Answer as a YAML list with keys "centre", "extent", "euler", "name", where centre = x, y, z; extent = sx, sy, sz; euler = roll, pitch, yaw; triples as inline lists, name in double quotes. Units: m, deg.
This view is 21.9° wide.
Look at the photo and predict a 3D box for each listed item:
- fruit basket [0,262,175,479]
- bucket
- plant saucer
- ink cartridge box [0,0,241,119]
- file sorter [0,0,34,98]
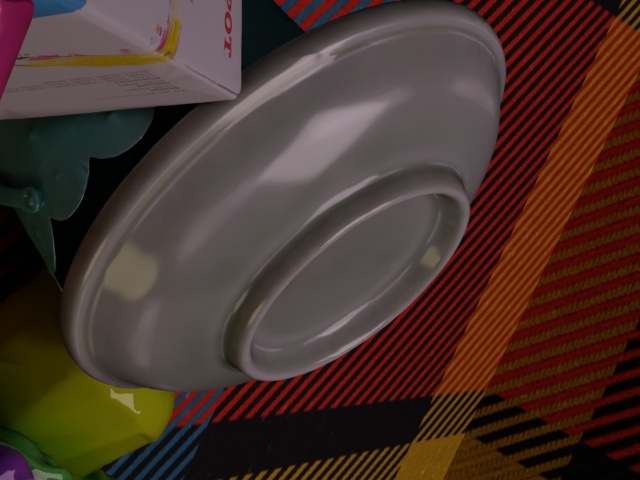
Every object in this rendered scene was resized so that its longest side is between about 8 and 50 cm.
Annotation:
- centre: [-0.219, 0.185, 1.385]
  extent: [0.392, 0.283, 0.392]
  euler: [-34, 155, -18]
  name: "fruit basket"
- centre: [-0.126, -0.093, 1.239]
  extent: [0.281, 0.183, 0.281]
  euler: [-30, 155, -16]
  name: "bucket"
- centre: [0.000, 0.000, 1.235]
  extent: [0.400, 0.100, 0.400]
  euler: [-32, 155, -17]
  name: "plant saucer"
- centre: [-0.186, -0.199, 0.986]
  extent: [0.270, 0.197, 0.198]
  euler: [23, 65, -67]
  name: "ink cartridge box"
- centre: [-0.285, -0.050, 0.528]
  extent: [0.182, 0.290, 0.202]
  euler: [-8, 126, -62]
  name: "file sorter"
